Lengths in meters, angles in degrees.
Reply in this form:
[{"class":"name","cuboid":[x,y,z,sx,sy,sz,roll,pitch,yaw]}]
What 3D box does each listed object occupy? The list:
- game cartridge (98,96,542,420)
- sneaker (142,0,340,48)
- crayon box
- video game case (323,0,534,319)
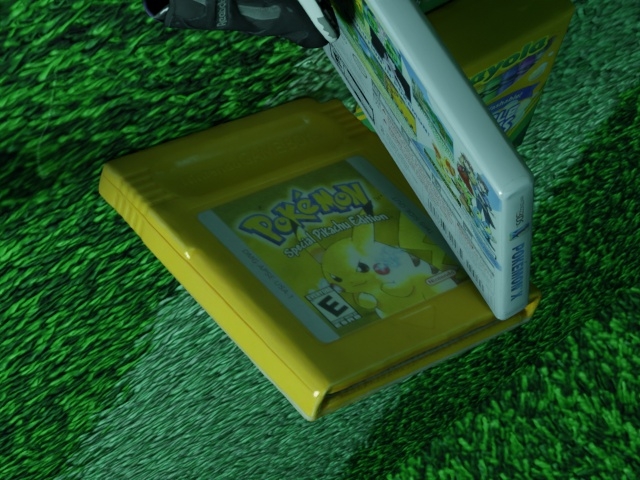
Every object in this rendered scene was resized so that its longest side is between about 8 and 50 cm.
[{"class":"game cartridge","cuboid":[0.000,0.000,1.828,0.285,0.323,0.052,-22,146,-38]},{"class":"sneaker","cuboid":[-0.079,-0.215,1.588,0.124,0.107,0.283,-25,158,11]},{"class":"crayon box","cuboid":[0.141,-0.164,2.051,0.203,0.083,0.323,-29,158,-21]},{"class":"video game case","cuboid":[0.083,-0.116,1.697,0.036,0.329,0.300,-29,159,-6]}]
